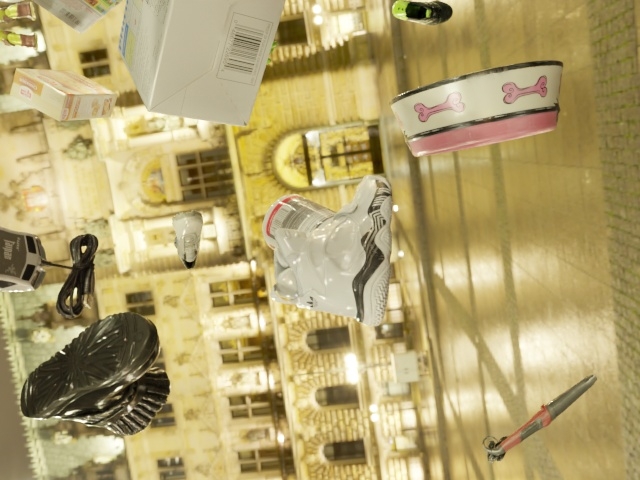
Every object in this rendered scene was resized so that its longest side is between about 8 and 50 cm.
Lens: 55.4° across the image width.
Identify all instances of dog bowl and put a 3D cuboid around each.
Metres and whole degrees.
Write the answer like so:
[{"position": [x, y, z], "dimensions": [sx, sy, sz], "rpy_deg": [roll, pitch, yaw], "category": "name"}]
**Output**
[{"position": [0.379, -0.305, 1.466], "dimensions": [0.408, 0.408, 0.150], "rpy_deg": [-53, -48, -82], "category": "dog bowl"}]

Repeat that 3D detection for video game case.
[{"position": [-0.561, -0.595, 1.382], "dimensions": [0.227, 0.206, 0.026], "rpy_deg": [31, -146, -57], "category": "video game case"}]

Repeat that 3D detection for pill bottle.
[{"position": [0.000, 0.000, 1.636], "dimensions": [0.319, 0.176, 0.176], "rpy_deg": [29, 139, 45], "category": "pill bottle"}]

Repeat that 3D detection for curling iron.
[{"position": [0.417, 0.331, 1.157], "dimensions": [0.035, 0.274, 0.068], "rpy_deg": [59, 169, -4], "category": "curling iron"}]

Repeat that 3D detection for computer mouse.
[{"position": [-0.332, 0.020, 0.652], "dimensions": [0.193, 0.042, 0.106], "rpy_deg": [23, -124, -47], "category": "computer mouse"}]

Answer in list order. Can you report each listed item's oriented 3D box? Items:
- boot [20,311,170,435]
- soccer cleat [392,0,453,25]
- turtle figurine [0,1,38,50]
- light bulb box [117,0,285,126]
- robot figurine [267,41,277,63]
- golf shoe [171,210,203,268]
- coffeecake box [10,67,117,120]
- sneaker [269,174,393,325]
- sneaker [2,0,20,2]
[{"position": [-0.380, 0.272, 1.208], "dimensions": [0.260, 0.348, 0.131], "rpy_deg": [34, -144, -47], "category": "boot"}, {"position": [0.262, -0.564, 1.511], "dimensions": [0.072, 0.179, 0.060], "rpy_deg": [44, 134, 53], "category": "soccer cleat"}, {"position": [-0.757, -0.491, 1.361], "dimensions": [0.087, 0.218, 0.269], "rpy_deg": [143, 119, -73], "category": "turtle figurine"}, {"position": [-0.266, -0.489, 1.307], "dimensions": [0.361, 0.225, 0.357], "rpy_deg": [55, 131, 46], "category": "light bulb box"}, {"position": [-0.162, -0.485, 1.519], "dimensions": [0.067, 0.115, 0.101], "rpy_deg": [-33, -72, -41], "category": "robot figurine"}, {"position": [-0.282, 0.000, 1.327], "dimensions": [0.176, 0.069, 0.086], "rpy_deg": [109, 146, -61], "category": "golf shoe"}, {"position": [-0.598, -0.344, 1.433], "dimensions": [0.068, 0.142, 0.185], "rpy_deg": [-65, -10, 20], "category": "coffeecake box"}, {"position": [0.025, -0.005, 1.142], "dimensions": [0.365, 0.210, 0.137], "rpy_deg": [-83, -2, -46], "category": "sneaker"}, {"position": [-0.504, -0.542, 0.864], "dimensions": [0.147, 0.145, 0.384], "rpy_deg": [7, 117, 49], "category": "sneaker"}]
